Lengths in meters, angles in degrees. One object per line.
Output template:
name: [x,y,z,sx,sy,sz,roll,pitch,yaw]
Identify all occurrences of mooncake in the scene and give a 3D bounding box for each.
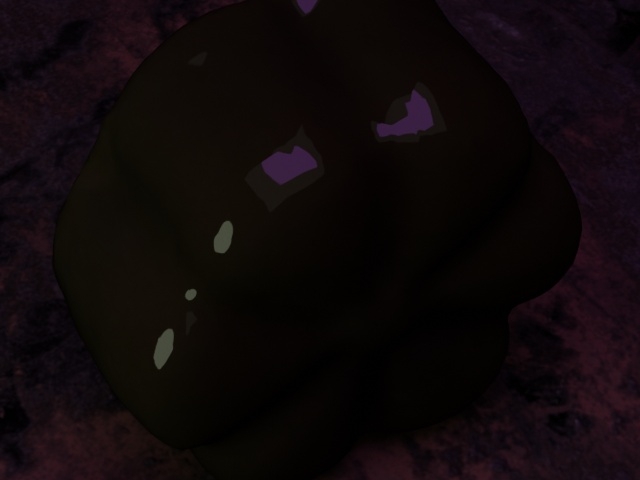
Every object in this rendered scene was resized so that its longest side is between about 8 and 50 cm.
mooncake: [0.000,0.000,1.375,0.467,0.467,0.262,-23,52,-17]
